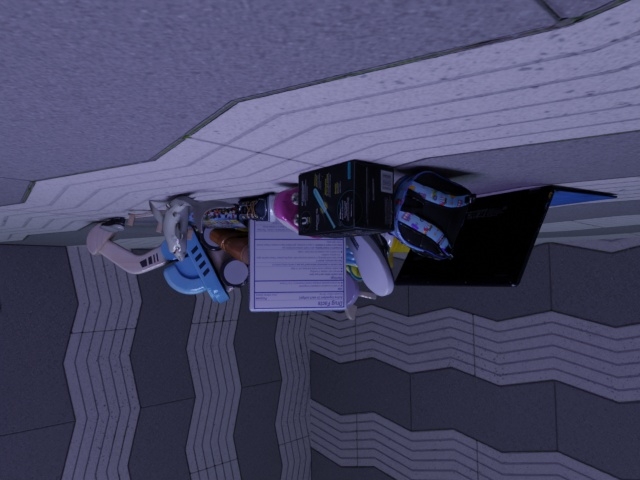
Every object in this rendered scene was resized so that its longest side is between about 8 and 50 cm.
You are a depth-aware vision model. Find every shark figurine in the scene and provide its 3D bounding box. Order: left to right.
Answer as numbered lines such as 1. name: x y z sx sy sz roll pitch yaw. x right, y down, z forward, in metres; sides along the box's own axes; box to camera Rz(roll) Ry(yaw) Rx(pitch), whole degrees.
1. shark figurine: -0.319 -0.073 1.271 0.116 0.166 0.278 -29 176 -38

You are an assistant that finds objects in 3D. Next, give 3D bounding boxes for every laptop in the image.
1. laptop: 0.463 0.002 1.324 0.236 0.408 0.381 39 157 -23

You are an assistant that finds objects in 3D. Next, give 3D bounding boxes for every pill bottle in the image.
1. pill bottle: 0.247 -0.018 1.713 0.208 0.119 0.119 1 176 -24

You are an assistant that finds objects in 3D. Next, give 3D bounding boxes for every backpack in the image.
1. backpack: 0.192 -0.056 1.001 0.173 0.158 0.116 18 -177 -37

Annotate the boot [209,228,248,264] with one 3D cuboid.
1. boot: -0.209 0.032 1.674 0.220 0.109 0.283 25 -169 23

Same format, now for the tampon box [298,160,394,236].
1. tampon box: 0.045 -0.070 0.961 0.101 0.121 0.161 4 174 -39

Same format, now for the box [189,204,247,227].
1. box: -0.301 -0.066 1.489 0.159 0.044 0.233 0 176 -1

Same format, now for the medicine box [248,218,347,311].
1. medicine box: -0.069 0.052 1.453 0.263 0.290 0.149 0 176 -9

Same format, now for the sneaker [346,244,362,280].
1. sneaker: 0.185 0.035 1.819 0.318 0.209 0.127 2 174 -32

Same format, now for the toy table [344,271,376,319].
1. toy table: 0.122 0.237 2.409 0.160 0.253 0.274 15 -175 -39

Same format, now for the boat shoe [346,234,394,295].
1. boat shoe: 0.149 0.027 1.474 0.102 0.301 0.108 -5 135 -27

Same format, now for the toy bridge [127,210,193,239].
1. toy bridge: -0.461 -0.053 1.501 0.188 0.063 0.026 15 172 -15

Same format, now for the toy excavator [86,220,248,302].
1. toy excavator: -0.511 0.064 1.788 0.444 0.433 0.222 -28 -179 -11

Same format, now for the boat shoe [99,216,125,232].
1. boat shoe: -0.672 -0.053 1.679 0.125 0.038 0.046 -6 154 43

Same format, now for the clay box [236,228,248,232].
1. clay box: -0.188 -0.041 1.790 0.221 0.053 0.127 -3 175 24

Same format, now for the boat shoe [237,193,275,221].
1. boat shoe: -0.156 -0.074 1.264 0.083 0.065 0.183 -1 177 -13

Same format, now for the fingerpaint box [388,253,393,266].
1. fingerpaint box: 0.053 0.043 2.214 0.370 0.163 0.444 -3 176 32

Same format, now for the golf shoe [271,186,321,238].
1. golf shoe: -0.025 -0.059 1.206 0.140 0.116 0.306 1 176 36
